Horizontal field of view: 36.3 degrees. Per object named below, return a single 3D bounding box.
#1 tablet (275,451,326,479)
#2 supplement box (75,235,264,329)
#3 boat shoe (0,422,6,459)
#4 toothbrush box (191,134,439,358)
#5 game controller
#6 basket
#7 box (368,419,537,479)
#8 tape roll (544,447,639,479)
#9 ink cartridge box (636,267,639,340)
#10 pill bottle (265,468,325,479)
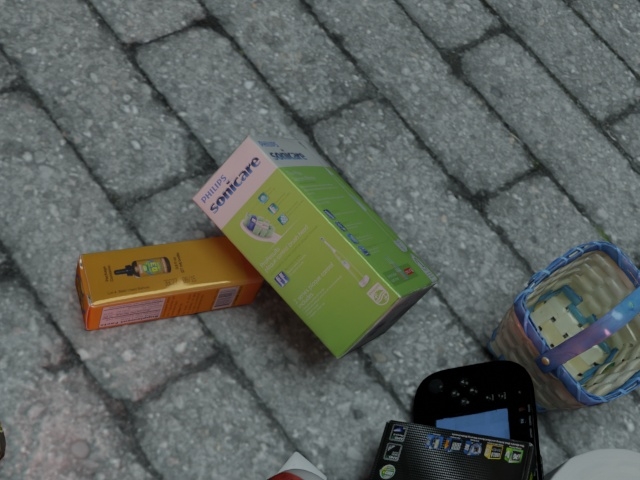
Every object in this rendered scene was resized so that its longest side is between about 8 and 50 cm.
[{"bbox_3d":[-0.035,0.311,1.223,0.054,0.006,0.083,40,56,6],"label":"tablet"},{"bbox_3d":[-0.198,0.052,1.278,0.234,0.080,0.078,-6,62,-24],"label":"supplement box"},{"bbox_3d":[-0.494,0.153,1.103,0.324,0.097,0.116,38,96,9],"label":"boat shoe"},{"bbox_3d":[0.000,0.000,1.293,0.283,0.122,0.206,48,17,10],"label":"toothbrush box"},{"bbox_3d":[0.199,0.305,1.227,0.067,0.167,0.319,35,46,-42],"label":"game controller"},{"bbox_3d":[0.386,0.102,1.322,0.255,0.289,0.201,-30,74,-30],"label":"basket"},{"bbox_3d":[0.147,0.316,1.165,0.191,0.045,0.184,6,51,24],"label":"box"},{"bbox_3d":[0.381,0.417,1.250,0.286,0.100,0.286,9,58,-15],"label":"tape roll"},{"bbox_3d":[0.596,0.123,1.498,0.237,0.100,0.172,34,55,1],"label":"ink cartridge box"},{"bbox_3d":[-0.123,0.408,1.010,0.363,0.210,0.210,-23,70,-29],"label":"pill bottle"}]
